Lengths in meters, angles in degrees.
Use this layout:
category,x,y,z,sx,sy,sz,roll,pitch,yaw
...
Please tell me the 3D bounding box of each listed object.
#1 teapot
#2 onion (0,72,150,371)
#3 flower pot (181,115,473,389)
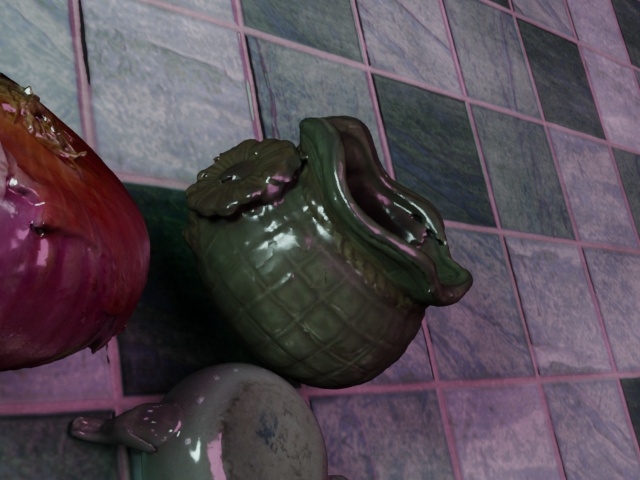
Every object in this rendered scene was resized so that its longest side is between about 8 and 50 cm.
category,x,y,z,sx,sy,sz,roll,pitch,yaw
teapot,-0.087,0.219,0.848,0.294,0.129,0.193,31,51,-33
onion,-0.310,-0.008,0.662,0.347,0.285,0.347,33,8,-5
flower pot,0.000,0.000,0.936,0.302,0.213,0.302,46,16,-18
